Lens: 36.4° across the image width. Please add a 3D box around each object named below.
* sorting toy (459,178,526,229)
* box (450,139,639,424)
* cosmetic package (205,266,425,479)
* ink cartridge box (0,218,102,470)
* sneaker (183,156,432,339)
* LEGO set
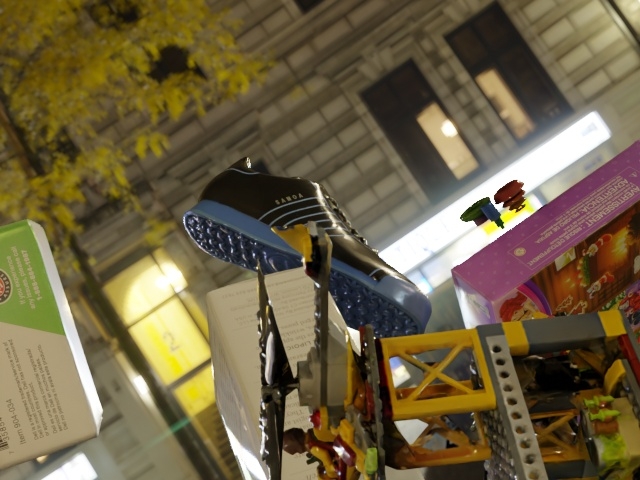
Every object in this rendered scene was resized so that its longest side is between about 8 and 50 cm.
[{"bbox_3d":[0.238,-0.040,1.313,0.102,0.042,0.061,-33,8,29],"label":"sorting toy"},{"bbox_3d":[0.232,0.084,0.846,0.200,0.057,0.293,-33,-48,-13],"label":"box"},{"bbox_3d":[-0.001,0.136,0.600,0.085,0.231,0.117,-15,-44,-15],"label":"cosmetic package"},{"bbox_3d":[-0.353,0.116,0.852,0.272,0.199,0.115,-17,2,-10],"label":"ink cartridge box"},{"bbox_3d":[0.000,0.000,0.829,0.090,0.232,0.081,-54,-17,-31],"label":"sneaker"},{"bbox_3d":[0.031,0.177,0.323,0.192,0.331,0.255,-6,-40,0],"label":"LEGO set"}]
